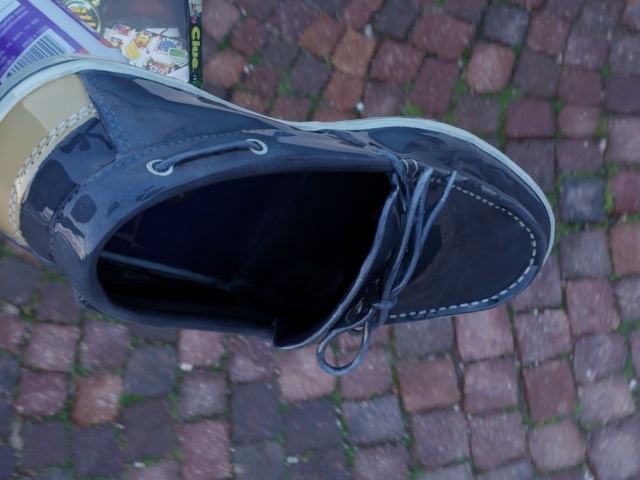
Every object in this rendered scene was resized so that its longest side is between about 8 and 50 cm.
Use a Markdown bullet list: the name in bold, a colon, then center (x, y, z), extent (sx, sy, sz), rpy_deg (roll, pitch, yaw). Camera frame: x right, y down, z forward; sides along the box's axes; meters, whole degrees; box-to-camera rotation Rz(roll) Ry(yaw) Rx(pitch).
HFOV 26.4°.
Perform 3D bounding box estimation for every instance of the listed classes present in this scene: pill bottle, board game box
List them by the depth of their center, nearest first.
- **pill bottle**: center (-0.237, -0.145, 0.951), extent (0.193, 0.108, 0.108), rpy_deg (41, 84, 2)
- **board game box**: center (-0.224, -0.172, 1.312), extent (0.259, 0.030, 0.136), rpy_deg (7, 104, 30)

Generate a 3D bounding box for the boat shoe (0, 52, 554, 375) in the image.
- **boat shoe**: center (0.000, 0.000, 0.953), extent (0.156, 0.500, 0.187), rpy_deg (50, 117, 40)
